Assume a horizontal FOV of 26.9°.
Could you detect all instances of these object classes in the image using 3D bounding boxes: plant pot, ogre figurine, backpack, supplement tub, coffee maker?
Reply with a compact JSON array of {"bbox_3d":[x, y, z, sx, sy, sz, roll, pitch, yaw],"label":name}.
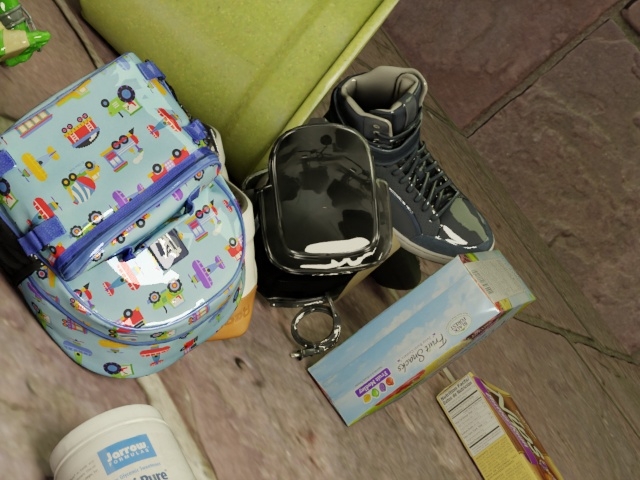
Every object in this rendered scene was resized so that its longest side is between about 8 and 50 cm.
[{"bbox_3d":[-0.092,-0.226,1.350,0.254,0.276,0.276,38,15,-3],"label":"plant pot"},{"bbox_3d":[-0.274,-0.190,0.998,0.197,0.097,0.118,-25,93,-60],"label":"ogre figurine"},{"bbox_3d":[-0.123,-0.007,0.846,0.173,0.158,0.117,55,-26,2],"label":"backpack"},{"bbox_3d":[-0.094,0.150,0.715,0.107,0.071,0.071,58,16,27],"label":"supplement tub"},{"bbox_3d":[0.000,0.000,1.115,0.171,0.120,0.178,62,-11,3],"label":"coffee maker"}]

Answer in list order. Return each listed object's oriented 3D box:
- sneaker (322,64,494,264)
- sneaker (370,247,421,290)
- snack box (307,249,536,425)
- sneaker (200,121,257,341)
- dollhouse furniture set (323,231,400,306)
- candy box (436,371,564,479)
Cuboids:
[{"bbox_3d":[0.096,-0.076,1.340,0.226,0.086,0.163,38,-29,6],"label":"sneaker"},{"bbox_3d":[0.040,-0.029,1.594,0.222,0.083,0.118,56,-5,49],"label":"sneaker"},{"bbox_3d":[0.101,0.086,1.250,0.070,0.174,0.207,54,15,9],"label":"snack box"},{"bbox_3d":[-0.115,-0.010,1.065,0.290,0.106,0.123,-121,-158,-63],"label":"sneaker"},{"bbox_3d":[-0.017,-0.003,1.389,0.151,0.123,0.144,29,-26,49],"label":"dollhouse furniture set"},{"bbox_3d":[0.208,0.238,1.437,0.109,0.053,0.187,31,25,-52],"label":"candy box"}]
